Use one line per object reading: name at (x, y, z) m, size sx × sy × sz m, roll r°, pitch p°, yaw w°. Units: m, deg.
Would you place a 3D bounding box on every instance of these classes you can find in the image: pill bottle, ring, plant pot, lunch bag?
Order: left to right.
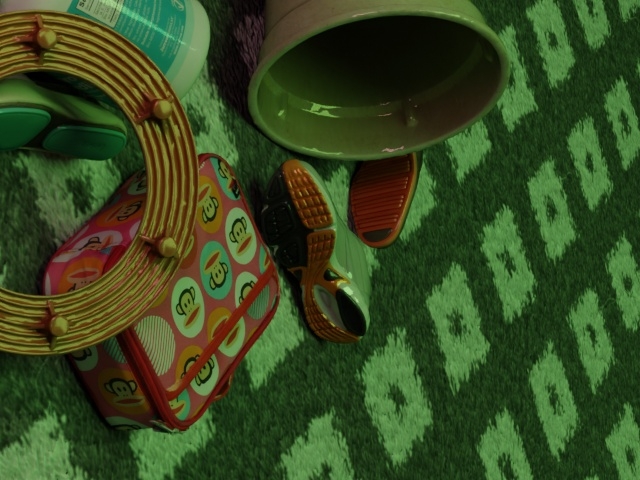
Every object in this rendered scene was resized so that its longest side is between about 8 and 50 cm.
ring at (-0.261, -0.055, 1.639) m, size 0.337 × 0.032 × 0.336 m, roll -1°, pitch 92°, yaw -31°
pill bottle at (-0.251, -0.236, 1.746) m, size 0.264 × 0.146 × 0.146 m, roll 26°, pitch 58°, yaw -40°
lunch bag at (-0.161, 0.071, 1.863) m, size 0.293 × 0.120 × 0.258 m, roll -54°, pitch 130°, yaw -49°
plant pot at (0.057, -0.319, 2.209) m, size 0.334 × 0.334 × 0.305 m, roll 35°, pitch 40°, yaw -51°

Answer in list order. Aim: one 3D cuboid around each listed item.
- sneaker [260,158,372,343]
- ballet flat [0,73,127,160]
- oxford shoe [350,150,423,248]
sneaker at (0.000, 0.000, 2.201) m, size 0.121 × 0.099 × 0.262 m, roll -68°, pitch 145°, yaw -55°
ballet flat at (-0.296, -0.132, 1.740) m, size 0.248 × 0.086 × 0.086 m, roll 11°, pitch 71°, yaw -60°
oxford shoe at (0.109, -0.089, 2.410) m, size 0.098 × 0.097 × 0.271 m, roll 55°, pitch 37°, yaw -46°
